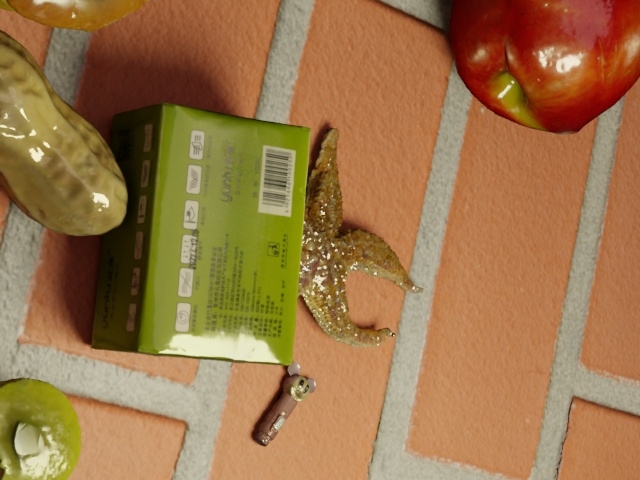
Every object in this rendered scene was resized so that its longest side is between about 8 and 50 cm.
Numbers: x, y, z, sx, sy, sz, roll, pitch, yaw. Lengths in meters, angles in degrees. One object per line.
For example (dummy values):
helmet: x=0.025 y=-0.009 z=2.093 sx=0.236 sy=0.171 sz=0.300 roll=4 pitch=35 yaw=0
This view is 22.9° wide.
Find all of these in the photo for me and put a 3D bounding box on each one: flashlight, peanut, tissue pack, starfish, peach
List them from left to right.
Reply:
peanut: x=-0.325 y=-0.120 z=1.685 sx=0.313 sy=0.149 sz=0.149 roll=49 pitch=63 yaw=-27
tissue pack: x=-0.135 y=-0.001 z=1.800 sx=0.200 sy=0.167 sz=0.275 roll=7 pitch=86 yaw=-29
flashlight: x=-0.044 y=0.205 z=1.946 sx=0.052 sy=0.031 sz=0.110 roll=46 pitch=64 yaw=-26
starfish: x=0.002 y=0.000 z=1.970 sx=0.299 sy=0.060 sz=0.302 roll=-14 pitch=96 yaw=-33
peach: x=0.332 y=-0.308 z=2.087 sx=0.281 sy=0.281 sz=0.338 roll=47 pitch=68 yaw=-25

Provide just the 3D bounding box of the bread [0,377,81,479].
bread: x=-0.323 y=0.209 z=1.693 sx=0.111 sy=0.114 sz=0.129 roll=-2 pitch=89 yaw=-37

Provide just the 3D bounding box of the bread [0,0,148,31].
bread: x=-0.294 y=-0.399 z=1.674 sx=0.337 sy=0.204 sz=0.358 roll=41 pitch=63 yaw=-30
